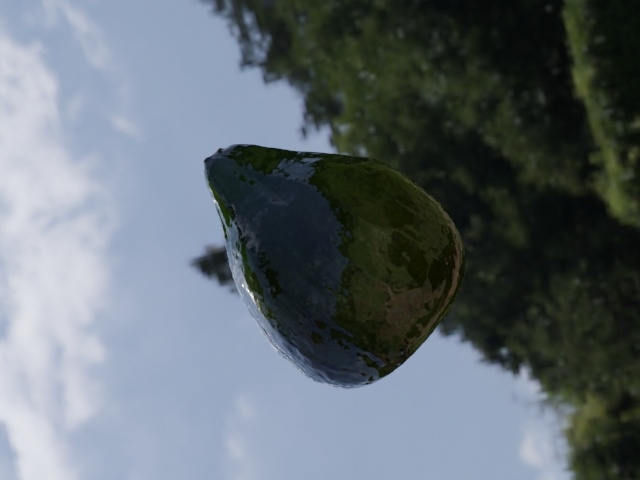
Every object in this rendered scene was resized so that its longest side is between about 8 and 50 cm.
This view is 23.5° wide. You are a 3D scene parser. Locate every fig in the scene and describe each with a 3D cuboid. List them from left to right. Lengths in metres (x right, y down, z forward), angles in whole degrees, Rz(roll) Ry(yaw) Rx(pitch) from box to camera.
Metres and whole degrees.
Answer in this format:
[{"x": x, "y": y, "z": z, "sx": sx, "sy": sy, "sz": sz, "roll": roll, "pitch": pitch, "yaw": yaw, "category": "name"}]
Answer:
[{"x": 0.000, "y": 0.000, "z": 0.841, "sx": 0.156, "sy": 0.123, "sz": 0.123, "roll": 45, "pitch": -162, "yaw": 1, "category": "fig"}]
